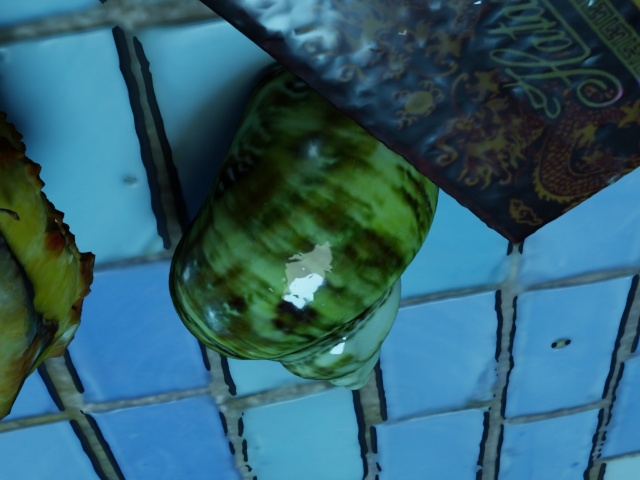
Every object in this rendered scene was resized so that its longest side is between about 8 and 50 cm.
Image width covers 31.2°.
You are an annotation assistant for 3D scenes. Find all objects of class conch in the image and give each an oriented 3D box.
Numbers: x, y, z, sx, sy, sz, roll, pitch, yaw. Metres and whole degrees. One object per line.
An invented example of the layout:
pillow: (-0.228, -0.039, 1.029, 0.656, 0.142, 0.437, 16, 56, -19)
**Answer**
conch: (0.001, 0.003, 0.665, 0.187, 0.124, 0.181, -27, 147, -1)

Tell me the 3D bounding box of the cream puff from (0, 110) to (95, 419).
cream puff: (-0.236, 0.008, 0.572, 0.239, 0.164, 0.240, 0, 130, 0)

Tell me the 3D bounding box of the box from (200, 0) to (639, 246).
box: (0.161, -0.192, 0.466, 0.415, 0.116, 0.264, -36, 137, 22)
